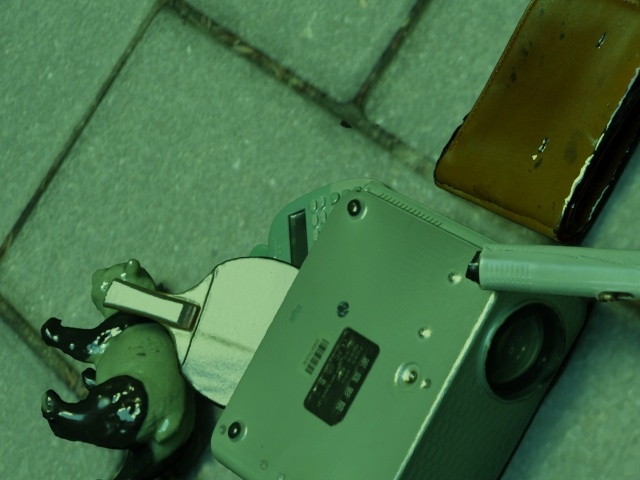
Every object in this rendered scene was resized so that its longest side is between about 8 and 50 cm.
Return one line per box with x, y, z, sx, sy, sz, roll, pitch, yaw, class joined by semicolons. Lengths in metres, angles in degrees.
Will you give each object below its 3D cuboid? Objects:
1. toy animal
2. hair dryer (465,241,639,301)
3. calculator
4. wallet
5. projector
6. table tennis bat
-0.169;0.110;1.684;0.121;0.094;0.225;-30;38;15;toy animal
0.215;0.015;1.330;0.236;0.073;0.131;1;66;19;hair dryer
0.000;0.000;1.631;0.153;0.021;0.095;-26;52;31;calculator
0.185;-0.103;1.500;0.161;0.042;0.195;29;92;52;wallet
0.053;0.102;1.461;0.198;0.108;0.250;30;90;47;projector
-0.080;0.070;1.612;0.220;0.019;0.130;16;80;22;table tennis bat
